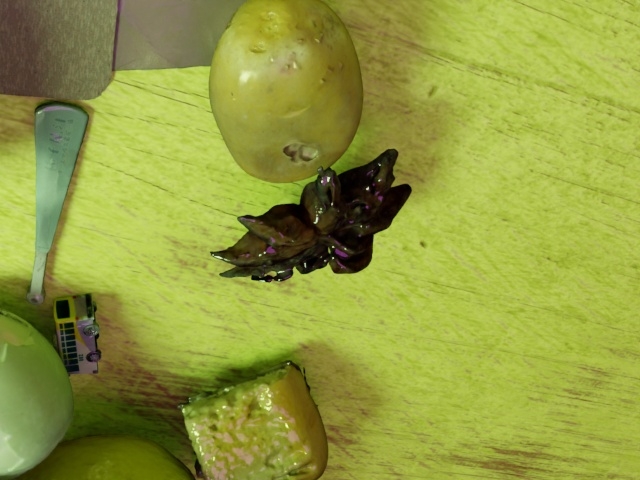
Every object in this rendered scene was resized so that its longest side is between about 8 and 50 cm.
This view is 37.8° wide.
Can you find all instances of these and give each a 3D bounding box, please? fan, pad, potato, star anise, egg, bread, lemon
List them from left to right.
[{"bbox_3d":[-0.401,0.172,1.106,0.183,0.183,0.217,-31,114,9],"label":"egg"},{"bbox_3d":[-0.281,-0.253,0.892,0.176,0.002,0.266,2,129,-17],"label":"pad"},{"bbox_3d":[-0.314,-0.035,1.062,0.057,0.023,0.282,5,126,-24],"label":"fan"},{"bbox_3d":[-0.299,0.418,1.255,0.364,0.364,0.364,-9,132,-11],"label":"lemon"},{"bbox_3d":[-0.153,-0.225,0.960,0.187,0.006,0.113,-5,131,-14],"label":"pad"},{"bbox_3d":[-0.081,0.294,1.333,0.204,0.163,0.262,-24,148,-12],"label":"bread"},{"bbox_3d":[-0.032,-0.156,0.971,0.150,0.146,0.234,13,151,10],"label":"potato"},{"bbox_3d":[0.000,0.000,1.086,0.272,0.103,0.272,-26,163,-9],"label":"star anise"}]

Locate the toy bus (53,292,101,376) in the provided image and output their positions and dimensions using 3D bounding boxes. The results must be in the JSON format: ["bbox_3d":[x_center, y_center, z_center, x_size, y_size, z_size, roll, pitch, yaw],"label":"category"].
[{"bbox_3d":[-0.307,0.121,1.177,0.058,0.052,0.102,-5,130,-15],"label":"toy bus"}]
